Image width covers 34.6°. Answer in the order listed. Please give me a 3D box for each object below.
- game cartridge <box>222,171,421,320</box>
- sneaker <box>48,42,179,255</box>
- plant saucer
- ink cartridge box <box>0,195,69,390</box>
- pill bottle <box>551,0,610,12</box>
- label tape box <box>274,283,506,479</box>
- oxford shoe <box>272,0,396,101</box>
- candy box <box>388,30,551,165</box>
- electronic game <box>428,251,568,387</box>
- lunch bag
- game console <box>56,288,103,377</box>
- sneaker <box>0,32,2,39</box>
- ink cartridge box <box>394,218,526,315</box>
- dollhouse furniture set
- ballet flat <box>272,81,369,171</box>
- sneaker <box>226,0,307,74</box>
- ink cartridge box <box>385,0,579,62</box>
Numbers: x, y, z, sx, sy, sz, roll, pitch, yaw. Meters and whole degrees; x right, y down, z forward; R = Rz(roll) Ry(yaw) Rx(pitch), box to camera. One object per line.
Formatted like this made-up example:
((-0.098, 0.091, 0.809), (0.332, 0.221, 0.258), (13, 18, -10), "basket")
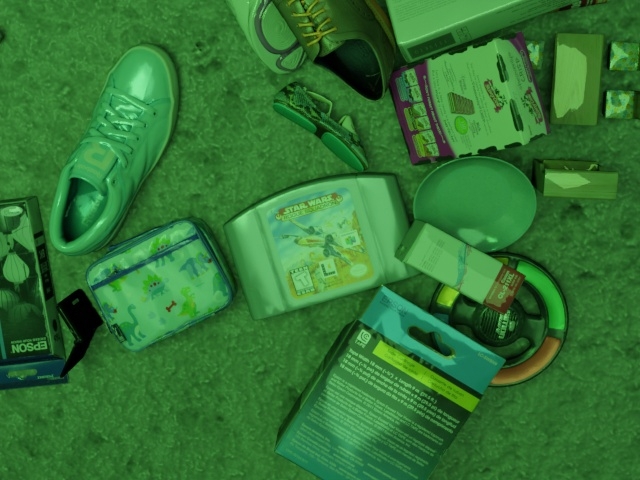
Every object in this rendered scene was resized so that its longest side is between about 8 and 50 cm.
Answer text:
((0.000, 0.000, 1.683), (0.297, 0.062, 0.198), (-17, 103, 6), "game cartridge")
((-0.326, -0.134, 1.626), (0.135, 0.150, 0.366), (20, 101, -1), "sneaker")
((0.245, -0.063, 1.641), (0.195, 0.037, 0.195), (2, 128, 2), "plant saucer")
((-0.533, 0.100, 1.725), (0.165, 0.065, 0.332), (-8, 101, 4), "ink cartridge box")
((0.366, -0.394, 1.574), (0.152, 0.086, 0.086), (-9, 100, 6), "pill bottle")
((0.112, 0.258, 1.695), (0.241, 0.106, 0.333), (32, 100, -2), "label tape box")
((0.000, -0.344, 1.476), (0.130, 0.132, 0.364), (-28, 132, 27), "oxford shoe")
((0.218, -0.209, 1.553), (0.071, 0.233, 0.159), (-24, 101, -37), "candy box")
((0.292, 0.131, 1.692), (0.229, 0.048, 0.229), (0, 100, 3), "electronic game")
((-0.263, 0.067, 1.692), (0.219, 0.090, 0.176), (-24, 95, 6), "lunch bag")
((-0.411, 0.150, 1.696), (0.071, 0.122, 0.107), (-30, 97, 8), "game console")
((-0.628, -0.310, 1.646), (0.217, 0.079, 0.121), (-33, 98, 10), "sneaker")
((0.213, 0.039, 1.594), (0.175, 0.127, 0.072), (28, 92, -5), "ink cartridge box")
((0.390, -0.193, 1.570), (0.212, 0.161, 0.242), (2, 100, 3), "dollhouse furniture set")
((0.013, -0.188, 1.646), (0.188, 0.070, 0.070), (37, 100, -8), "ballet flat")
((-0.103, -0.405, 1.594), (0.114, 0.152, 0.305), (-30, 120, -10), "sneaker")
((0.226, -0.421, 1.551), (0.275, 0.060, 0.239), (-18, 62, 14), "ink cartridge box")
